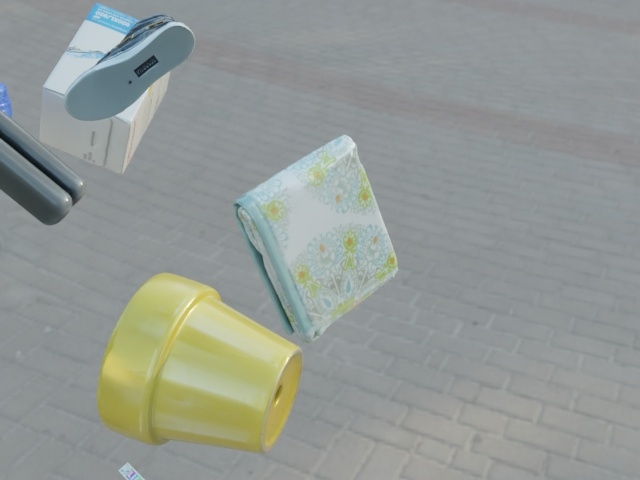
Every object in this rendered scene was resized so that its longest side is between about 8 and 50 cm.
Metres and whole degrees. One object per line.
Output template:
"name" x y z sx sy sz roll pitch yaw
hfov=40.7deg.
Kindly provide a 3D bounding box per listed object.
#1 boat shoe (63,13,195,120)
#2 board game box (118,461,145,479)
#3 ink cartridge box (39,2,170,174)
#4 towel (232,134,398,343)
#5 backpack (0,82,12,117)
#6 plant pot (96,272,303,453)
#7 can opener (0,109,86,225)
"boat shoe" -0.246 -0.219 1.091 0.183 0.065 0.083 -34 35 -8
"board game box" -0.359 0.546 1.826 0.026 0.154 0.103 -41 43 -21
"ink cartridge box" -0.395 -0.281 1.610 0.168 0.171 0.232 22 56 -6
"towel" 0.000 0.000 1.914 0.320 0.374 0.090 -36 27 -30
"backpack" -0.562 -0.225 1.387 0.120 0.101 0.098 -5 22 -13
"plant pot" -0.163 0.199 1.285 0.239 0.254 0.254 16 32 13
"can opener" -0.376 -0.116 0.899 0.280 0.093 0.074 37 33 -12
